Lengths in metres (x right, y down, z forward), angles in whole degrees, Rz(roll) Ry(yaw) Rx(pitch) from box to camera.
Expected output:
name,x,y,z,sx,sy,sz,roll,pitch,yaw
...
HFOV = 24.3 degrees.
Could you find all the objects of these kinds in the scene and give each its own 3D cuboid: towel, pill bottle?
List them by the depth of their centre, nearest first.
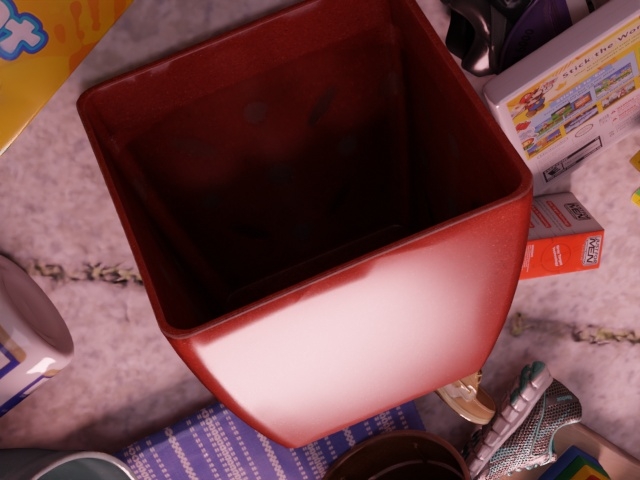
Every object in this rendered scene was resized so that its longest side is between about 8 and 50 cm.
name,x,y,z,sx,sy,sz,roll,pitch,yaw
pill bottle,-0.299,0.106,1.175,0.186,0.112,0.112,-37,126,6
towel,-0.058,0.235,1.397,0.336,0.040,0.243,-26,125,-5

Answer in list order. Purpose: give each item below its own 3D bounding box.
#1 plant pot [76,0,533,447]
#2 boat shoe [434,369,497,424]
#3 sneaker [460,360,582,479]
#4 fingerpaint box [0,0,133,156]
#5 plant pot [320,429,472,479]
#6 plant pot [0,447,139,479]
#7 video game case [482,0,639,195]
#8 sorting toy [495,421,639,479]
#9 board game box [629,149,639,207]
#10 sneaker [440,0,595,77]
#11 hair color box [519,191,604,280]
name,x,y,z,sx,sy,sz,roll,pitch,yaw
plant pot,0.000,0.000,1.141,0.267,0.267,0.236,-22,139,-5
boat shoe,0.126,0.123,1.376,0.045,0.050,0.135,-41,126,15
sneaker,0.188,0.199,1.424,0.076,0.065,0.166,34,110,-4
fingerpaint box,-0.392,-0.181,0.924,0.445,0.163,0.371,35,105,-34
plant pot,0.097,0.287,1.372,0.167,0.167,0.165,-35,131,5
plant pot,-0.291,0.301,1.216,0.196,0.293,0.293,7,129,24
video game case,0.246,-0.139,1.208,0.227,0.026,0.206,-33,156,3
sorting toy,0.243,0.332,1.527,0.257,0.089,0.255,33,106,-33
board game box,0.375,-0.119,1.297,0.259,0.039,0.124,-49,144,11
sneaker,0.113,-0.238,1.110,0.124,0.107,0.283,-24,127,3
hair color box,0.168,0.000,1.298,0.141,0.072,0.043,-8,123,-14
